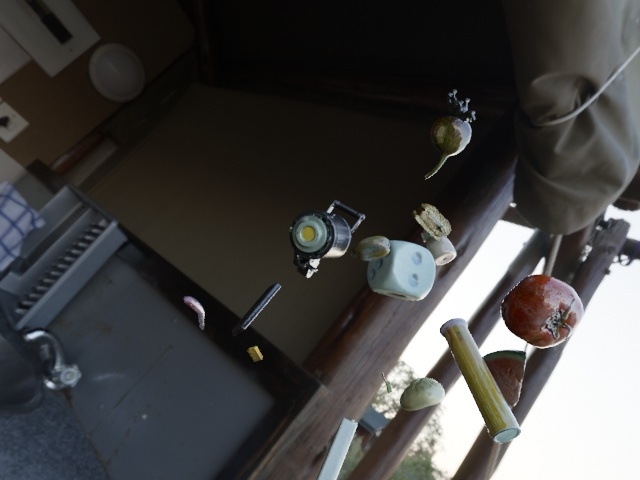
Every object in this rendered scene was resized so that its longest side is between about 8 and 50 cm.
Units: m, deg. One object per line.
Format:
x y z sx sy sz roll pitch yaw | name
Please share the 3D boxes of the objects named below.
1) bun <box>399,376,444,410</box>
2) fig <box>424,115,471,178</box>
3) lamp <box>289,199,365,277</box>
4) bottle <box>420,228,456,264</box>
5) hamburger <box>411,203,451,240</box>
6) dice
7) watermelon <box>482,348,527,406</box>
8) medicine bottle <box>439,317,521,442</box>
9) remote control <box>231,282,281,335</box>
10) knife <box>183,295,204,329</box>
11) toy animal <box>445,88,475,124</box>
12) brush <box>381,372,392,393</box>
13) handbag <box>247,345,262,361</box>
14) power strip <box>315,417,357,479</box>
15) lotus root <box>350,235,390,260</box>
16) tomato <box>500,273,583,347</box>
0.440 0.667 1.893 0.222 0.222 0.128 108 -31 -73 | bun
0.452 -0.336 1.576 0.149 0.245 0.149 23 1 0 | fig
0.006 -0.032 1.792 0.205 0.374 0.272 31 -9 19 | lamp
0.667 0.009 2.469 0.147 0.147 0.237 70 2 -60 | bottle
0.602 -0.111 2.332 0.262 0.124 0.131 41 13 -32 | hamburger
0.417 0.157 2.237 0.264 0.263 0.268 17 -12 -20 | dice
0.622 0.450 1.487 0.207 0.202 0.136 -22 -64 22 | watermelon
0.533 0.460 1.465 0.108 0.108 0.426 53 15 -38 | medicine bottle
-0.199 0.213 1.360 0.063 0.245 0.025 -31 -79 33 | remote control
-0.568 0.305 1.962 0.278 0.053 0.123 92 -22 -60 | knife
0.434 -0.405 1.324 0.136 0.047 0.065 54 -22 36 | toy animal
0.252 0.536 1.625 0.019 0.021 0.083 -155 -135 -86 | brush
-0.364 0.632 2.386 0.061 0.027 0.083 -20 -75 24 | handbag
0.043 0.723 1.412 0.058 0.338 0.098 24 -51 12 | power strip
0.233 0.042 2.029 0.088 0.192 0.113 -75 151 -79 | lotus root
0.690 0.217 1.348 0.232 0.232 0.189 48 9 -25 | tomato
